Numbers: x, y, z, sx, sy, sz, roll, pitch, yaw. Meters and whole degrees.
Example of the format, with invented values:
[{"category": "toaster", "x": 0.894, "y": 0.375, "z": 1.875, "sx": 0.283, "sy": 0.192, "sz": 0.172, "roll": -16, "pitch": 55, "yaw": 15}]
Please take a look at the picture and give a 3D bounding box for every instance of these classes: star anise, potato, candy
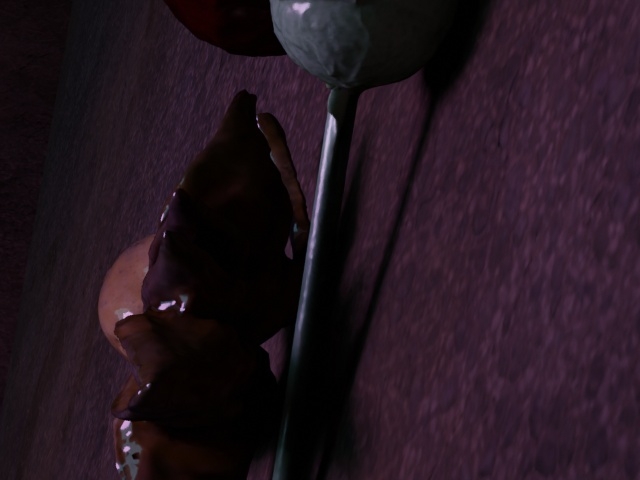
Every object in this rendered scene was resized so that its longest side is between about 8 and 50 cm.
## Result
[{"category": "star anise", "x": -0.065, "y": 0.058, "z": 1.102, "sx": 0.349, "sy": 0.109, "sz": 0.292, "roll": -66, "pitch": -9, "yaw": -72}, {"category": "potato", "x": -0.121, "y": 0.049, "z": 1.379, "sx": 0.147, "sy": 0.112, "sz": 0.112, "roll": -103, "pitch": 32, "yaw": -56}, {"category": "candy", "x": 0.000, "y": 0.000, "z": 1.006, "sx": 0.119, "sy": 0.119, "sz": 0.440, "roll": -157, "pitch": 76, "yaw": -76}]

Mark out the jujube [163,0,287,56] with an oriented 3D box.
[{"category": "jujube", "x": -0.026, "y": -0.261, "z": 1.124, "sx": 0.318, "sy": 0.223, "sz": 0.223, "roll": 105, "pitch": 172, "yaw": -57}]
